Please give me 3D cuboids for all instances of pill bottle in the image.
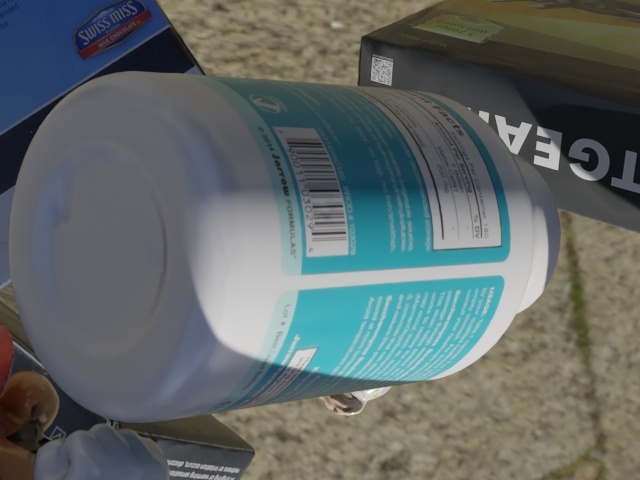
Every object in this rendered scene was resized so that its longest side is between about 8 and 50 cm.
[{"bbox_3d":[0.000,0.000,0.701,0.264,0.146,0.146,-1,104,-47],"label":"pill bottle"}]

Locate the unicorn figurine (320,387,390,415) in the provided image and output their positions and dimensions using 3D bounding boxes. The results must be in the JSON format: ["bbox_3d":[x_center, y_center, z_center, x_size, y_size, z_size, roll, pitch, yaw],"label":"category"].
[{"bbox_3d":[0.059,0.070,1.136,0.162,0.111,0.060,-49,153,14],"label":"unicorn figurine"}]

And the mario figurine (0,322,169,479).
[{"bbox_3d":[-0.136,0.156,0.758,0.198,0.170,0.321,-21,114,11],"label":"mario figurine"}]

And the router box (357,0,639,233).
[{"bbox_3d":[0.214,-0.091,0.955,0.243,0.308,0.081,-32,132,-49],"label":"router box"}]

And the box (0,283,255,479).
[{"bbox_3d":[-0.410,0.259,1.466,0.472,0.480,0.297,-57,154,2],"label":"box"}]

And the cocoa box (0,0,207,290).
[{"bbox_3d":[-0.293,-0.080,1.212,0.347,0.231,0.228,-37,100,-24],"label":"cocoa box"}]
